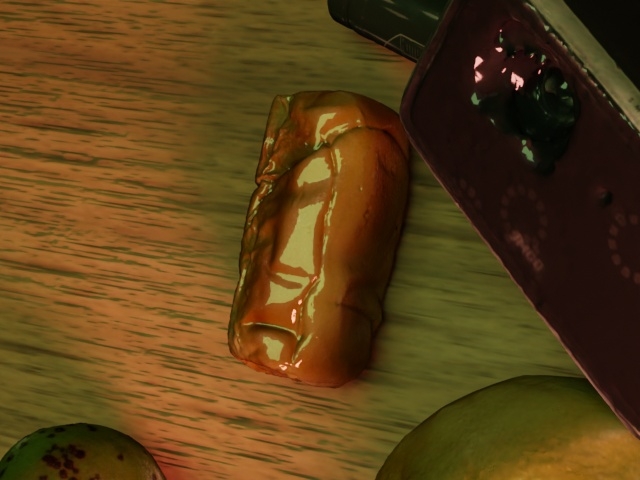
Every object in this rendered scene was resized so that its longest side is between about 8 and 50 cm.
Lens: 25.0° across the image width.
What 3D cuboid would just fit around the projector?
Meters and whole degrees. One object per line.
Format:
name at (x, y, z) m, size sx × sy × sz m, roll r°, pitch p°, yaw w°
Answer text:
projector at (0.338, -0.080, 1.213) m, size 0.395 × 0.405 × 0.242 m, roll 54°, pitch 143°, yaw 24°

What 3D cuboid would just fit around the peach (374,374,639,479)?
peach at (0.204, 0.266, 1.226) m, size 0.315 × 0.281 × 0.314 m, roll 33°, pitch 114°, yaw -15°

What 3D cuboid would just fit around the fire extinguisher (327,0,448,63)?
fire extinguisher at (0.159, -0.210, 1.493) m, size 0.311 × 0.114 × 0.095 m, roll 32°, pitch 129°, yaw 27°

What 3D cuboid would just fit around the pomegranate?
pomegranate at (-0.269, 0.292, 1.486) m, size 0.263 × 0.211 × 0.211 m, roll -4°, pitch 75°, yaw 38°

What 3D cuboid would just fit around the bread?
bread at (0.000, 0.000, 1.460) m, size 0.132 × 0.167 × 0.294 m, roll 6°, pitch 79°, yaw 23°
